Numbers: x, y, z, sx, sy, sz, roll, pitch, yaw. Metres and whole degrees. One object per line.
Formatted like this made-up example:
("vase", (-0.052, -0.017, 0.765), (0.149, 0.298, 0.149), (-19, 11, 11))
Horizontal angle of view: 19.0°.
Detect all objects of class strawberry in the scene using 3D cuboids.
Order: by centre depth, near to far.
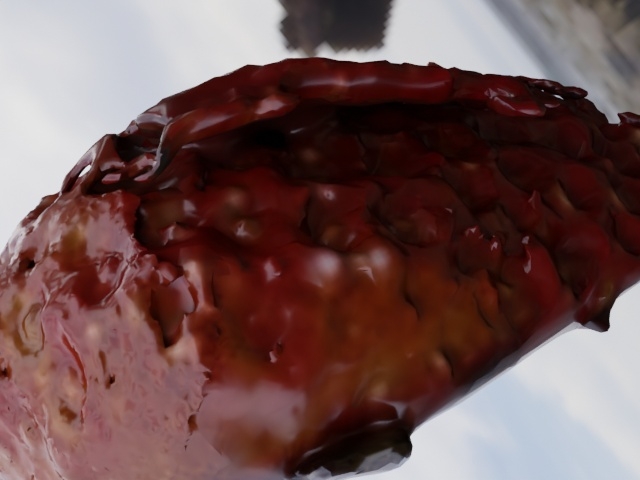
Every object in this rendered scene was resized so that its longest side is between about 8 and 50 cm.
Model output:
("strawberry", (0.000, 0.000, 0.415), (0.188, 0.121, 0.082), (-25, -83, -41))
